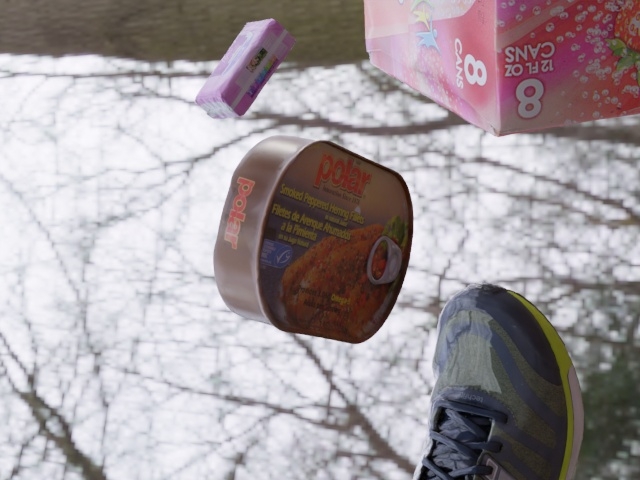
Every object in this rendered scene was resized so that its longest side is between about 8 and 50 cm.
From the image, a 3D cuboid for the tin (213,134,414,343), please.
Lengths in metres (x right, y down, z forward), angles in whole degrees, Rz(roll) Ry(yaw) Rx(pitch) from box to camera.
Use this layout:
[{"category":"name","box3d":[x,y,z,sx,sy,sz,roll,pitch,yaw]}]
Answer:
[{"category":"tin","box3d":[0.000,0.000,0.817,0.189,0.040,0.106,19,-92,-63]}]

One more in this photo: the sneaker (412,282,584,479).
[{"category":"sneaker","box3d":[0.100,0.178,0.970,0.121,0.111,0.300,-2,-85,-53]}]

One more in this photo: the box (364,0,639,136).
[{"category":"box","box3d":[0.175,-0.147,0.579,0.300,0.142,0.154,-9,-68,-16]}]

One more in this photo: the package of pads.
[{"category":"package of pads","box3d":[-0.060,-0.135,1.142,0.032,0.050,0.083,41,-109,-27]}]
